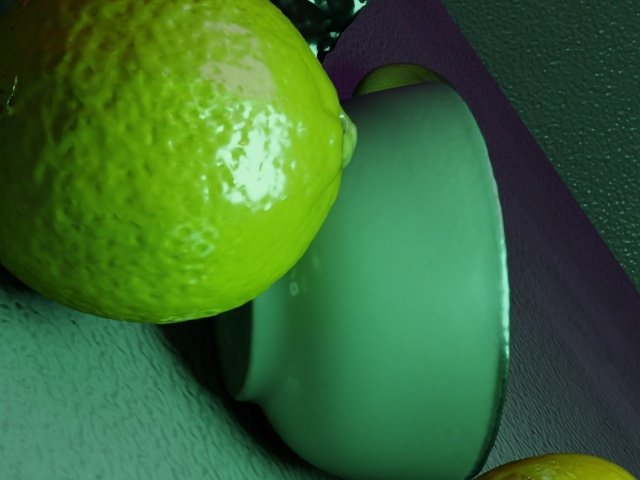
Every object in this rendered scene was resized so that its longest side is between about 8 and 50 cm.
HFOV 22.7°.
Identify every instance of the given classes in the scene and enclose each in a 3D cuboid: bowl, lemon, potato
[{"bbox_3d":[0.013,0.044,1.347,0.185,0.354,0.354,-2,42,-15],"label":"bowl"},{"bbox_3d":[-0.125,-0.071,1.155,0.293,0.293,0.293,47,18,-20],"label":"lemon"},{"bbox_3d":[0.117,-0.166,2.238,0.169,0.143,0.248,60,26,7],"label":"potato"}]

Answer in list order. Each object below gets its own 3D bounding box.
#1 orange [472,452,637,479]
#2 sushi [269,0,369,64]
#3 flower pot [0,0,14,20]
[{"bbox_3d":[0.193,0.300,1.341,0.240,0.240,0.240,47,18,-20],"label":"orange"},{"bbox_3d":[-0.103,-0.318,1.689,0.294,0.281,0.299,40,27,-28],"label":"sushi"},{"bbox_3d":[-0.189,-0.224,1.360,0.246,0.195,0.246,23,63,-56],"label":"flower pot"}]
